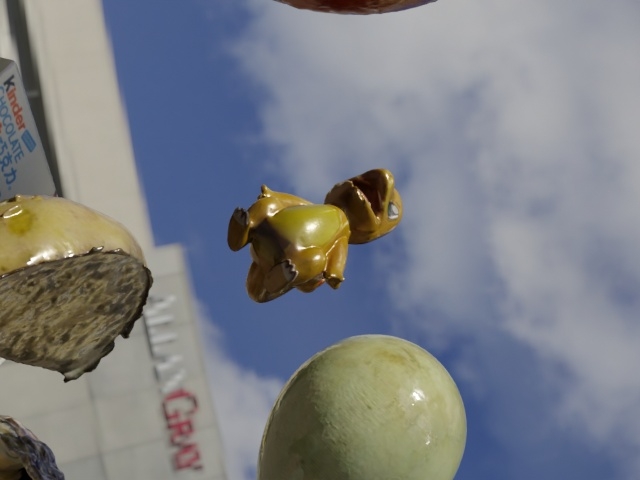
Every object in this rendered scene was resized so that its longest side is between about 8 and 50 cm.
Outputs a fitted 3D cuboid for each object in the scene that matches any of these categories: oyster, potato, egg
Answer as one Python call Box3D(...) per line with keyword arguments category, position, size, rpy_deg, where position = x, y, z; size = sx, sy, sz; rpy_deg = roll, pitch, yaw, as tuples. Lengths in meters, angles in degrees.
Box3D(category="oyster", position=(-0.304, 0.273, 1.693), size=(0.275, 0.100, 0.271), rpy_deg=(-40, -126, 44))
Box3D(category="potato", position=(-0.211, 0.016, 1.175), size=(0.138, 0.243, 0.098), rpy_deg=(-39, -111, 13))
Box3D(category="egg", position=(0.037, 0.244, 1.909), size=(0.218, 0.218, 0.295), rpy_deg=(48, -67, 39))

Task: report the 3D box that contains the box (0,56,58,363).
Box3D(category="box", position=(-0.344, 0.008, 1.569), size=(0.048, 0.265, 0.273), rpy_deg=(13, -48, 30))

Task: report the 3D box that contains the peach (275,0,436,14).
Box3D(category="peach", position=(0.004, -0.369, 1.393), size=(0.242, 0.380, 0.306), rpy_deg=(-87, -162, -46))

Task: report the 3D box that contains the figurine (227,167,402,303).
Box3D(category="figurine", position=(0.001, 0.002, 1.532), size=(0.121, 0.176, 0.122), rpy_deg=(49, -31, 24))
